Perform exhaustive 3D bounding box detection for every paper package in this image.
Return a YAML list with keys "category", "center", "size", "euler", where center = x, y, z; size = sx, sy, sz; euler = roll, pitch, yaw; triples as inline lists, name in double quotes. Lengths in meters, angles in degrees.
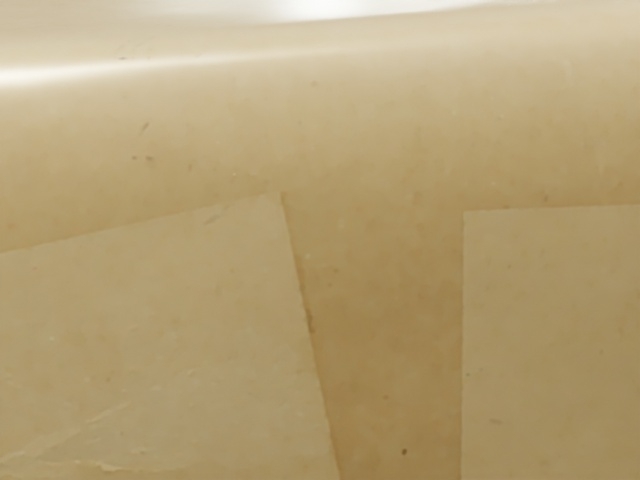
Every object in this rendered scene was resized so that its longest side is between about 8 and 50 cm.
- category: "paper package"
  center: [0.000, 0.000, 0.473]
  size: [0.324, 0.168, 0.309]
  euler: [-5, 16, -1]
